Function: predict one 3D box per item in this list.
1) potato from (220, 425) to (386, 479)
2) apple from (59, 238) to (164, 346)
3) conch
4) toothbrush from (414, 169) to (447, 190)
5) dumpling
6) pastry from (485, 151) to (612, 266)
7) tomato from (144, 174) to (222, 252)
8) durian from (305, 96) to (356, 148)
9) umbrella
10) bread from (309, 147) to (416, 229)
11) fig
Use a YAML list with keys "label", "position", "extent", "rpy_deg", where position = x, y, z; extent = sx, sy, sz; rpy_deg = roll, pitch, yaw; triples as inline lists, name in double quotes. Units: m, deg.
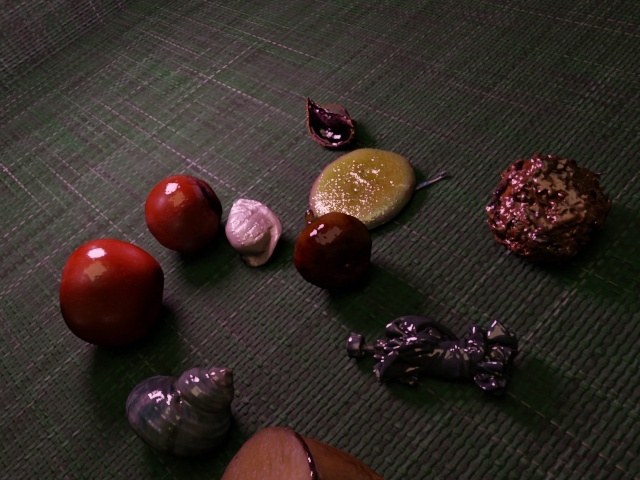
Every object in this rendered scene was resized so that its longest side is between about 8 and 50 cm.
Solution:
- label: "potato"
  position: [-0.015, 0.545, 0.921]
  extent: [0.385, 0.319, 0.442]
  rpy_deg: [-25, 37, 61]
- label: "apple"
  position: [-0.500, 0.127, 1.476]
  extent: [0.216, 0.260, 0.260]
  rpy_deg: [8, 50, -3]
- label: "conch"
  position: [-0.284, 0.348, 1.271]
  extent: [0.277, 0.195, 0.220]
  rpy_deg: [-39, 13, 19]
- label: "toothbrush"
  position: [0.257, -0.137, 1.583]
  extent: [0.162, 0.017, 0.014]
  rpy_deg: [-30, 42, 0]
- label: "dumpling"
  position: [-0.167, -0.025, 1.589]
  extent: [0.150, 0.092, 0.176]
  rpy_deg: [-16, 48, 11]
- label: "pastry"
  position: [0.484, -0.080, 1.324]
  extent: [0.275, 0.193, 0.275]
  rpy_deg: [-9, 50, 11]
- label: "tomato"
  position: [-0.356, -0.074, 1.624]
  extent: [0.184, 0.208, 0.208]
  rpy_deg: [-42, 46, 11]
- label: "durian"
  position: [0.044, -0.335, 1.799]
  extent: [0.187, 0.119, 0.108]
  rpy_deg: [30, 27, 25]
- label: "umbrella"
  position: [0.214, 0.224, 1.232]
  extent: [0.349, 0.094, 0.143]
  rpy_deg: [3, 47, 25]
- label: "bread"
  position: [0.101, -0.138, 1.617]
  extent: [0.301, 0.045, 0.301]
  rpy_deg: [-14, 47, 15]
- label: "fig"
  position: [0.033, 0.005, 1.469]
  extent: [0.191, 0.190, 0.290]
  rpy_deg: [-15, 14, 8]
